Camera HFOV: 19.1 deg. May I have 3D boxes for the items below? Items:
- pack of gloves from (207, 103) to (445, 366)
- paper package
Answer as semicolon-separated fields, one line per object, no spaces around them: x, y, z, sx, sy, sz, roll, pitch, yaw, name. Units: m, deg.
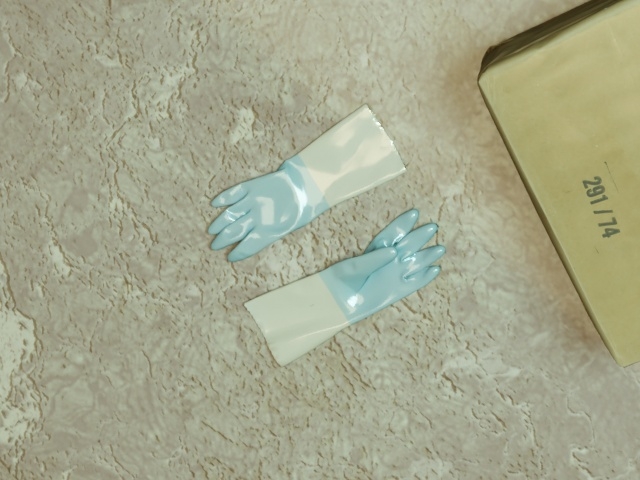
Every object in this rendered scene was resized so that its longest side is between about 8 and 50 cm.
0.000;0.000;1.990;0.232;0.046;0.195;-31;93;16;pack of gloves
0.347;-0.095;1.811;0.310;0.168;0.324;-26;100;18;paper package
